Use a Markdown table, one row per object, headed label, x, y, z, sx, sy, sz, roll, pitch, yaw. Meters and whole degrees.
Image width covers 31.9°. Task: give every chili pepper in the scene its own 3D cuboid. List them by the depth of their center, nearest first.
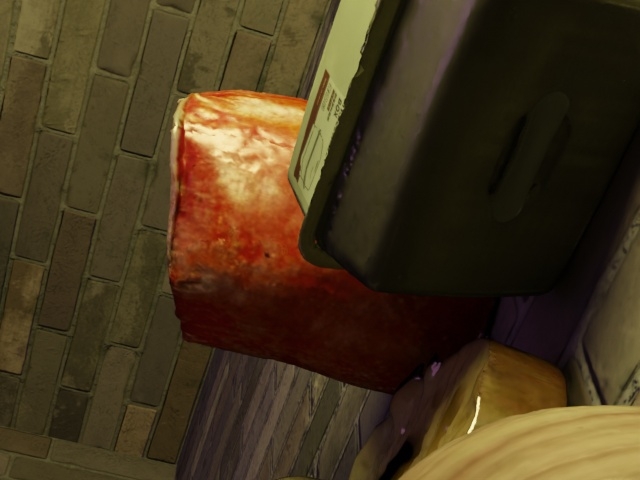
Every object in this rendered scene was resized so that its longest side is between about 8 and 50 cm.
| label | x | y | z | sx | sy | sz | roll | pitch | yaw |
| --- | --- | --- | --- | --- | --- | --- | --- | --- | --- |
| chili pepper | 0.000 | 0.000 | 1.042 | 0.229 | 0.305 | 0.251 | -115 | 37 | -80 |

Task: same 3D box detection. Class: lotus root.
| label | x | y | z | sx | sy | sz | roll | pitch | yaw |
| --- | --- | --- | --- | --- | --- | --- | --- | --- | --- |
| lotus root | 0.067 | 0.248 | 0.798 | 0.390 | 0.111 | 0.375 | -91 | 22 | -81 |

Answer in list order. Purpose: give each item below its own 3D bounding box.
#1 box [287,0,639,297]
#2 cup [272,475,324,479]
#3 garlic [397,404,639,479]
| label | x | y | z | sx | sy | sz | roll | pitch | yaw |
| --- | --- | --- | --- | --- | --- | --- | --- | --- | --- |
| box | 0.111 | -0.101 | 0.808 | 0.166 | 0.220 | 0.291 | 56 | 136 | 48 |
| cup | -0.036 | 0.369 | 1.055 | 0.202 | 0.173 | 0.255 | 113 | 168 | -48 |
| garlic | 0.090 | 0.191 | 0.364 | 0.317 | 0.259 | 0.318 | -170 | 90 | -80 |
